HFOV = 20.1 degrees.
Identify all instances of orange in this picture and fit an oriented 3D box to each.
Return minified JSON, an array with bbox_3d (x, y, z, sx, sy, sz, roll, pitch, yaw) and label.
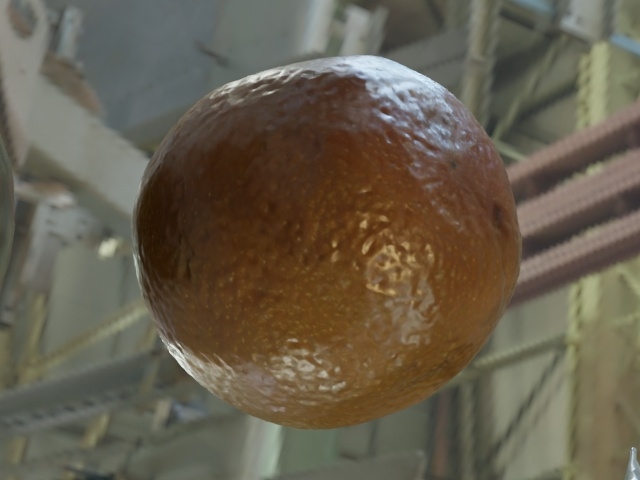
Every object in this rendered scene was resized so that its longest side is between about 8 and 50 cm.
[{"bbox_3d":[0.000,0.000,1.179,0.264,0.264,0.264,-38,-138,45],"label":"orange"}]

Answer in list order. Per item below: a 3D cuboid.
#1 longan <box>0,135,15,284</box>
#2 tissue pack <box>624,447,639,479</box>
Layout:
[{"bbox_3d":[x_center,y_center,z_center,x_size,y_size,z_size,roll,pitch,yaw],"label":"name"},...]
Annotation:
[{"bbox_3d":[-0.381,-0.004,1.271,0.350,0.288,0.288,-37,-170,-33],"label":"longan"},{"bbox_3d":[0.240,0.245,1.358,0.193,0.026,0.123,-84,-178,-77],"label":"tissue pack"}]
